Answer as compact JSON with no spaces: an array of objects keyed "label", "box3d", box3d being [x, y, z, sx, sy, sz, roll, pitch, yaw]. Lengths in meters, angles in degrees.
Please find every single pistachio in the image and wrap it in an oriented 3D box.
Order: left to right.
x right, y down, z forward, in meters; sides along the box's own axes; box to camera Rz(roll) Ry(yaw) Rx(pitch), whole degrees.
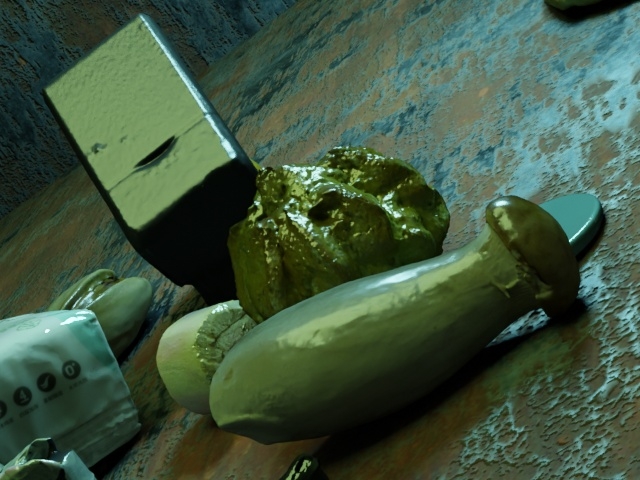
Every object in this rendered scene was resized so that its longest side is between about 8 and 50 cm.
[{"label":"pistachio","box3d":[-0.320,0.119,1.898,0.130,0.131,0.206,21,40,17]}]

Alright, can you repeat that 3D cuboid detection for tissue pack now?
[{"label":"tissue pack","box3d":[-0.429,0.229,1.551,0.356,0.193,0.266,-29,11,-33]}]

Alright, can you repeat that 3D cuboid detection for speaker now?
[{"label":"speaker","box3d":[-0.184,-0.092,1.699,0.180,0.184,0.388,-37,52,2]}]

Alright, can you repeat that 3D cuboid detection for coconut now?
[{"label":"coconut","box3d":[-0.115,0.128,1.439,0.122,0.116,0.116,-21,24,51]}]

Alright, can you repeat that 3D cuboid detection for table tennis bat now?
[{"label":"table tennis bat","box3d":[0.156,0.028,1.255,0.244,0.040,0.153,-33,15,5]}]

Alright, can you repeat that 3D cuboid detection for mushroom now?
[{"label":"mushroom","box3d":[0.061,0.080,1.165,0.350,0.128,0.128,-31,18,18]}]

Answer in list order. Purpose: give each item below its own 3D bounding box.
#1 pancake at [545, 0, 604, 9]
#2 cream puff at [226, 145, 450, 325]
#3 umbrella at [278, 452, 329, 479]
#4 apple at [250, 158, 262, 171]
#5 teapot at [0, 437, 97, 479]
[{"label":"pancake","box3d":[0.431,-0.410,1.781,0.305,0.067,0.427,-36,15,2]},{"label":"cream puff","box3d":[0.013,0.010,1.370,0.244,0.196,0.244,-19,-15,-5]},{"label":"umbrella","box3d":[-0.085,0.264,1.103,0.235,0.059,0.066,-46,35,-17]},{"label":"apple","box3d":[-0.145,-0.045,1.841,0.182,0.182,0.155,-24,6,41]},{"label":"teapot","box3d":[-0.278,0.292,1.242,0.221,0.178,0.163,-47,18,-6]}]
